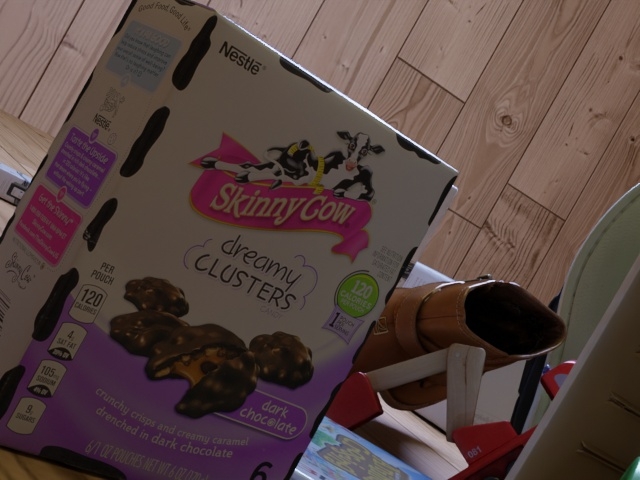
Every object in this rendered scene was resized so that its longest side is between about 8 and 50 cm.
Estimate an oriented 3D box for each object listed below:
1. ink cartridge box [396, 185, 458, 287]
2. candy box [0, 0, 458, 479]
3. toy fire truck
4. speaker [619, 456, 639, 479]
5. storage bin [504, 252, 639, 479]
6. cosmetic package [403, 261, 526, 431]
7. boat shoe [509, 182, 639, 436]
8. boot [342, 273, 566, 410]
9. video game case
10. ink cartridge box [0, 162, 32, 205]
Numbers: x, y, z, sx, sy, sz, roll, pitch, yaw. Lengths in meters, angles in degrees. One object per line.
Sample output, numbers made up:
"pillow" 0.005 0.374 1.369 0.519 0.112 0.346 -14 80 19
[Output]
"ink cartridge box" 0.000 0.000 1.185 0.172 0.237 0.100 29 1 -24
"candy box" -0.052 0.011 0.533 0.165 0.196 0.070 28 2 -40
"toy fire truck" 0.112 0.128 0.876 0.135 0.192 0.047 59 1 14
"speaker" 0.231 0.208 0.452 0.296 0.131 0.131 30 1 16
"storage bin" 0.277 0.156 0.730 0.123 0.262 0.260 31 0 -39
"cosmetic package" 0.163 0.136 1.371 0.151 0.151 0.184 27 2 -44
"boat shoe" 0.254 0.099 1.065 0.127 0.340 0.113 21 -12 -4
"boot" 0.125 0.081 1.036 0.283 0.109 0.220 13 -22 -43
"video game case" -0.011 0.129 0.714 0.193 0.023 0.212 30 1 6
"ink cartridge box" -0.305 -0.052 1.183 0.083 0.028 0.048 29 1 -31
